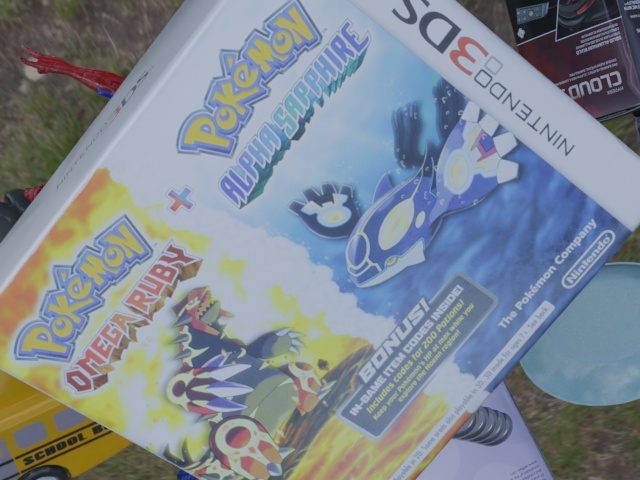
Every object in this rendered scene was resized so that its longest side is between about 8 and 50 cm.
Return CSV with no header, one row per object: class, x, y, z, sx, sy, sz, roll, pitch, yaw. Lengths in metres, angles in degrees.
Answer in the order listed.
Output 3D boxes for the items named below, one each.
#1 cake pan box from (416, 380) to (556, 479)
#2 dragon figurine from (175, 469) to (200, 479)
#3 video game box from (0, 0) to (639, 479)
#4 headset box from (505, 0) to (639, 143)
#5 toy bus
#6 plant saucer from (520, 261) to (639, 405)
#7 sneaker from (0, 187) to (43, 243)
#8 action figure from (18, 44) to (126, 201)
cake pan box,0.085,0.255,1.114,0.267,0.070,0.245,-28,82,-2
dragon figurine,-0.023,0.255,1.280,0.289,0.144,0.085,-5,55,19
video game box,0.000,0.000,0.460,0.187,0.048,0.205,35,101,-22
headset box,0.258,-0.221,1.015,0.218,0.110,0.293,-15,90,-41
toy bus,-0.319,0.174,1.017,0.333,0.130,0.108,-23,50,-16
plant saucer,0.301,0.091,1.280,0.195,0.195,0.037,-3,35,1
sneaker,-0.178,-0.001,1.024,0.139,0.341,0.125,48,128,-3
action figure,-0.158,-0.041,0.823,0.139,0.280,0.091,12,122,-5
